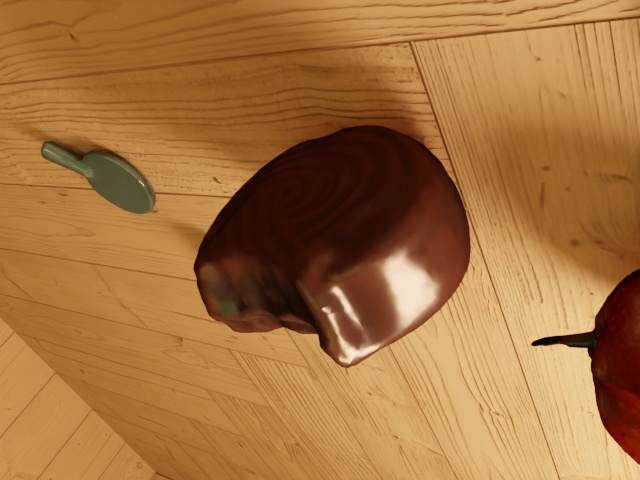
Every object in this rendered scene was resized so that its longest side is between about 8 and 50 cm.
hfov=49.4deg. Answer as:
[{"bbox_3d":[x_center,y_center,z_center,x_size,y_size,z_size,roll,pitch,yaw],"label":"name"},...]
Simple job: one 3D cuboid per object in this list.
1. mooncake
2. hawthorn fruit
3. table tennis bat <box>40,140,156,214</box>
[{"bbox_3d":[0.000,0.000,0.841,0.174,0.334,0.326,59,180,-31],"label":"mooncake"},{"bbox_3d":[0.376,0.140,0.726,0.301,0.254,0.254,3,138,18],"label":"hawthorn fruit"},{"bbox_3d":[-0.411,-0.124,1.292,0.237,0.038,0.149,25,148,7],"label":"table tennis bat"}]
